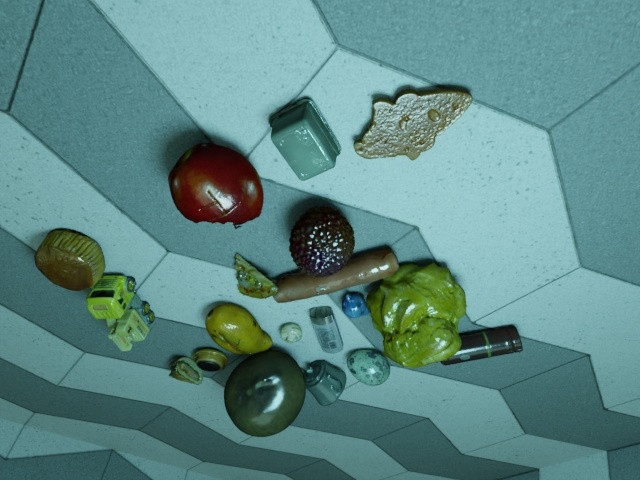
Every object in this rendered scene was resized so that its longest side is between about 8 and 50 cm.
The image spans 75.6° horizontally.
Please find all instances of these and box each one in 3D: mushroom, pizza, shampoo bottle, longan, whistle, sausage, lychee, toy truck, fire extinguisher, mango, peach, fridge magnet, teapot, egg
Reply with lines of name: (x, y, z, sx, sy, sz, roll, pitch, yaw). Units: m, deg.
mushroom: (-0.108, 0.345, 1.518, 0.083, 0.067, 0.083, 4, 140, 4)
pizza: (-0.216, 0.118, 1.294, 0.184, 0.036, 0.176, 3, 128, 36)
shampoo bottle: (0.024, 0.330, 1.504, 0.086, 0.056, 0.227, -7, 133, 12)
longan: (-0.204, 0.571, 1.556, 0.319, 0.319, 0.319, 1, 133, 1)
whistle: (0.120, 0.230, 1.386, 0.090, 0.090, 0.158, -18, 130, 19)
sausage: (0.035, 0.114, 1.273, 0.419, 0.094, 0.094, -16, 92, 18)
lychee: (0.000, 0.000, 1.105, 0.188, 0.188, 0.188, 1, 133, 1)
toy truck: (-0.676, 0.252, 1.395, 0.124, 0.157, 0.272, -2, 134, 5)
fire extinguisher: (0.543, 0.395, 1.505, 0.341, 0.105, 0.141, -14, 130, 12)
mango: (-0.292, 0.336, 1.481, 0.177, 0.120, 0.295, -20, 130, 20)
peach: (-0.247, -0.120, 1.004, 0.226, 0.196, 0.190, 42, 156, -28)
fridge magnet: (-0.446, 0.486, 1.670, 0.143, 0.063, 0.143, 2, 137, 2)
teapot: (-0.008, 0.559, 1.671, 0.149, 0.162, 0.239, 42, 152, -21)
egg: (0.185, 0.489, 1.596, 0.172, 0.132, 0.132, 16, 133, 4)

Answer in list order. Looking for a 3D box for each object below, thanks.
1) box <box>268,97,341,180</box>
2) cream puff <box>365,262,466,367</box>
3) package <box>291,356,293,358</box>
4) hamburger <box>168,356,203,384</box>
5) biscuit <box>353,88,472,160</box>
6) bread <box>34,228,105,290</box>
box: (-0.036, -0.224, 0.957, 0.124, 0.093, 0.172, -22, 128, 22)
cream puff: (0.284, 0.232, 1.259, 0.274, 0.270, 0.323, 35, 124, -21)
package: (-0.188, 0.535, 1.728, 0.171, 0.027, 0.173, -2, 129, 5)
hamburger: (-0.574, 0.539, 1.720, 0.102, 0.087, 0.176, -8, 142, 27)
biscuit: (0.204, -0.268, 0.940, 0.280, 0.043, 0.183, -26, 131, 19)
bread: (-0.765, 0.066, 1.261, 0.199, 0.104, 0.199, 3, 133, 3)
